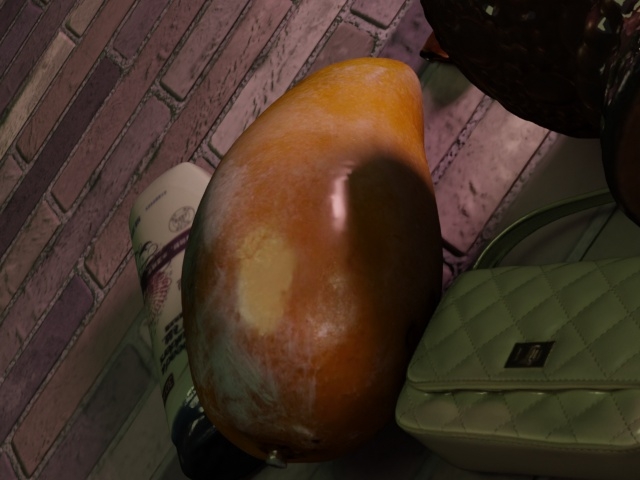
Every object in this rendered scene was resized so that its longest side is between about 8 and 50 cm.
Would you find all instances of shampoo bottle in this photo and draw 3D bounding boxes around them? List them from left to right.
[{"bbox_3d":[-0.103,0.060,1.260,0.134,0.078,0.359,-44,36,18],"label":"shampoo bottle"}]

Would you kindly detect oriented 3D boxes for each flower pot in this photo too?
[{"bbox_3d":[0.211,-0.150,0.849,0.266,0.267,0.267,-45,39,20],"label":"flower pot"}]

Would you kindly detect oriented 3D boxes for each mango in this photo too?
[{"bbox_3d":[0.000,0.000,1.067,0.221,0.199,0.384,122,167,-55],"label":"mango"}]

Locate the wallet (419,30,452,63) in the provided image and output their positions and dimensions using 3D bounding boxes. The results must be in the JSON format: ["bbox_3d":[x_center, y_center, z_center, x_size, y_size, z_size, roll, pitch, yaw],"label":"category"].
[{"bbox_3d":[0.157,-0.231,1.196,0.176,0.026,0.095,-59,27,-1],"label":"wallet"}]

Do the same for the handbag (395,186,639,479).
[{"bbox_3d":[0.174,0.050,0.907,0.256,0.079,0.219,-7,53,49],"label":"handbag"}]
